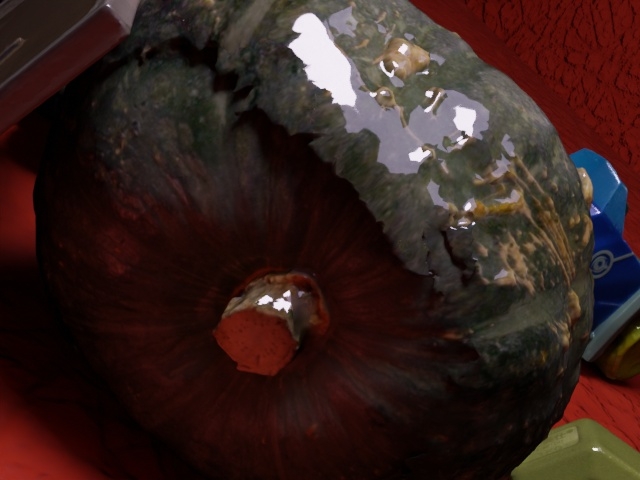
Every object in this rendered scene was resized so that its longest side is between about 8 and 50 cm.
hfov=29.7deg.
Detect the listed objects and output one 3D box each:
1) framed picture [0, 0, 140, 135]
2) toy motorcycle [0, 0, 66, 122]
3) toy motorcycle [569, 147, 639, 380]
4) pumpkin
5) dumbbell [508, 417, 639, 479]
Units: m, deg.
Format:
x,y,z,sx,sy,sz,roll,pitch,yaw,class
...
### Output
x,y,z,sx,sy,sz,roll,pitch,yaw,class
-0.186,-0.101,0.683,0.024,0.232,0.315,50,15,-23,framed picture
-0.156,-0.126,0.939,0.207,0.134,0.401,6,34,-46,toy motorcycle
0.265,0.009,1.263,0.326,0.200,0.191,17,28,-50,toy motorcycle
0.000,0.000,0.677,0.327,0.291,0.257,28,26,7,pumpkin
0.168,0.221,0.736,0.108,0.121,0.302,63,15,-14,dumbbell
